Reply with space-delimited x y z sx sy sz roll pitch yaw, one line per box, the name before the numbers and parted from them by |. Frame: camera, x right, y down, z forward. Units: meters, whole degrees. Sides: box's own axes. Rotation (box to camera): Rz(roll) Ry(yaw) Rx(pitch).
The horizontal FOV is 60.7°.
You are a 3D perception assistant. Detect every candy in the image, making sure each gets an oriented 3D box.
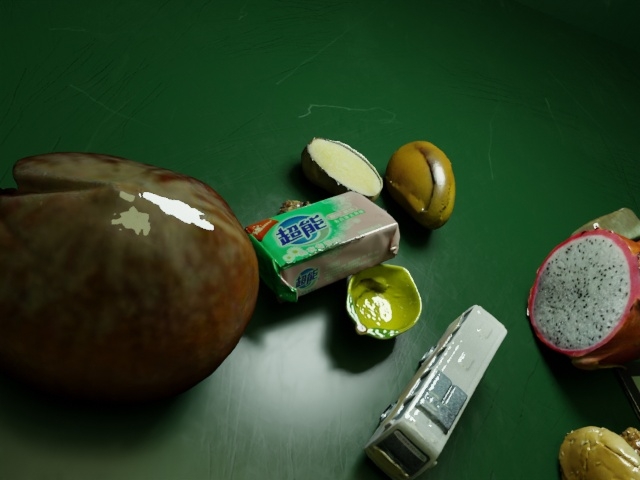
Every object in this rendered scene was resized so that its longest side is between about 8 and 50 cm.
candy | 0.769 -0.012 1.450 0.233 0.102 0.104 -15 60 -36

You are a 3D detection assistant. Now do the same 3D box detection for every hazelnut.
hazelnut | -0.289 0.038 0.782 0.408 0.359 0.360 15 47 -24

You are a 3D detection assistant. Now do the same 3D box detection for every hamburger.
hamburger | 0.518 0.448 0.914 0.155 0.246 0.282 10 6 -11

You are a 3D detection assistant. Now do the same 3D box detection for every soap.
soap | 0.000 0.002 1.043 0.273 0.098 0.218 -19 35 -25

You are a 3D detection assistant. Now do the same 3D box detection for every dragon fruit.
dragon fruit | 0.621 0.138 1.145 0.225 0.305 0.306 19 47 -20

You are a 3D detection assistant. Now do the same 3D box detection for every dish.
dish | 0.107 0.130 1.043 0.148 0.080 0.207 39 46 10

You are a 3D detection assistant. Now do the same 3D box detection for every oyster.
oyster | -0.057 -0.041 1.144 0.086 0.029 0.132 20 47 -8

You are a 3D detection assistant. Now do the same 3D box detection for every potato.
potato | 0.041 -0.144 1.243 0.200 0.081 0.164 33 38 0

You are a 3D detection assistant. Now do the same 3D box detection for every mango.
mango | 0.235 -0.129 1.262 0.136 0.166 0.236 -1 52 -19

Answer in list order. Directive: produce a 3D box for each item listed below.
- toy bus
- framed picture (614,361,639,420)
toy bus | 0.210 0.256 0.947 0.097 0.138 0.342 42 46 9
framed picture | 0.799 0.418 1.166 0.264 0.016 0.347 2 52 -22
